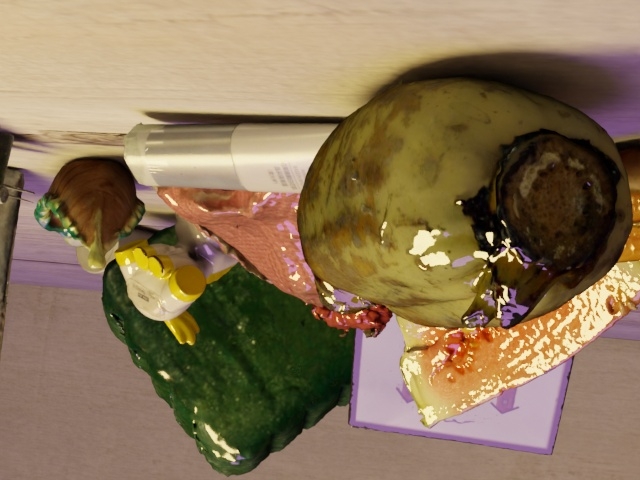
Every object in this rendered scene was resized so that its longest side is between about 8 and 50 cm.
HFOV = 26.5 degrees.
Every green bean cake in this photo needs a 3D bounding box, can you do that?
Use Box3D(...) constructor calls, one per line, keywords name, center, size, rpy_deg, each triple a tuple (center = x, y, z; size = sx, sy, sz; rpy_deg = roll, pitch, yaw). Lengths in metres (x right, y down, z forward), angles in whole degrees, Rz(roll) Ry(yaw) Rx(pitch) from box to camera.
Box3D(name="green bean cake", center=(-0.081, 0.099, 1.701), size=(0.307, 0.300, 0.169), rpy_deg=(-33, 166, -14))

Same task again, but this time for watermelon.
Box3D(name="watermelon", center=(0.157, 0.025, 1.194), size=(0.128, 0.159, 0.303), rpy_deg=(30, 136, -23))

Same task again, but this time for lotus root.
Box3D(name="lotus root", center=(0.072, -0.017, 0.868), size=(0.173, 0.173, 0.309), rpy_deg=(9, 170, -23))

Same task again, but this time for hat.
Box3D(name="hat", center=(0.000, 0.000, 1.282), size=(0.236, 0.107, 0.286), rpy_deg=(2, 150, 32))

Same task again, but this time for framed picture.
Box3D(name="framed picture", center=(0.158, 0.106, 1.493), size=(0.244, 0.324, 0.013), rpy_deg=(8, -142, 6))

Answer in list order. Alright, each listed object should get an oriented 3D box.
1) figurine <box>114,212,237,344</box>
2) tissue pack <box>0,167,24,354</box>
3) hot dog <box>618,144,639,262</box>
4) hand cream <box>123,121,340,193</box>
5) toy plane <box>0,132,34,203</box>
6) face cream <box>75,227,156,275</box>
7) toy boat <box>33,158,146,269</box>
Box3D(name="figurine", center=(-0.127, 0.010, 1.410), size=(0.109, 0.178, 0.130), rpy_deg=(18, 148, 31))
Box3D(name="tissue pack", center=(-0.501, 0.027, 1.401), size=(0.361, 0.259, 0.122), rpy_deg=(8, 177, -22))
Box3D(name="hot dog", center=(0.227, -0.030, 0.979), size=(0.104, 0.076, 0.250), rpy_deg=(31, 160, -23))
Box3D(name="hand cream", center=(-0.023, -0.063, 1.014), size=(0.255, 0.048, 0.079), rpy_deg=(3, 149, 21))
Box3D(name="toy plane", center=(-0.406, -0.065, 1.221), size=(0.267, 0.088, 0.212), rpy_deg=(5, 173, 15))
Box3D(name="face cream", center=(-0.238, 0.028, 1.936), size=(0.077, 0.077, 0.250), rpy_deg=(3, 173, 31))
Box3D(name="toy boat", center=(-0.223, -0.031, 1.337), size=(0.108, 0.099, 0.293), rpy_deg=(8, -179, -14))
